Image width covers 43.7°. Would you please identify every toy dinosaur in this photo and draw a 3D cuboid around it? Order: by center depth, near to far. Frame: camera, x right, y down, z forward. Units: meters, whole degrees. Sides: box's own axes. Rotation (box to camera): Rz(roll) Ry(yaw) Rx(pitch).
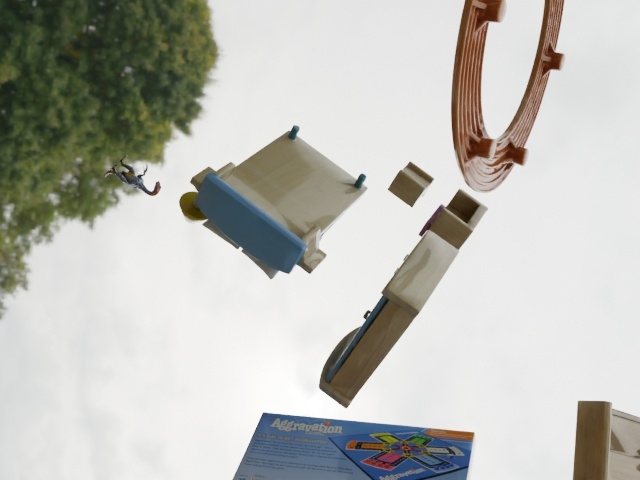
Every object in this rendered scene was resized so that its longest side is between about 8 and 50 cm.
[{"bbox_3d":[-0.307,-0.103,1.333,0.047,0.082,0.090,-50,-164,-29],"label":"toy dinosaur"}]

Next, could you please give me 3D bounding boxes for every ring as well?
[{"bbox_3d":[0.214,-0.212,0.836,0.032,0.337,0.336,16,-82,26],"label":"ring"}]

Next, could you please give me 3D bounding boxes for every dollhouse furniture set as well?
[{"bbox_3d":[0.475,0.267,0.872,0.356,0.174,0.303,-14,-119,53],"label":"dollhouse furniture set"},{"bbox_3d":[0.000,0.000,1.017,0.303,0.286,0.198,36,-50,6],"label":"dollhouse furniture set"}]

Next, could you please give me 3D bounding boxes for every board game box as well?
[{"bbox_3d":[0.039,0.280,0.971,0.145,0.282,0.027,-64,149,-51],"label":"board game box"}]
